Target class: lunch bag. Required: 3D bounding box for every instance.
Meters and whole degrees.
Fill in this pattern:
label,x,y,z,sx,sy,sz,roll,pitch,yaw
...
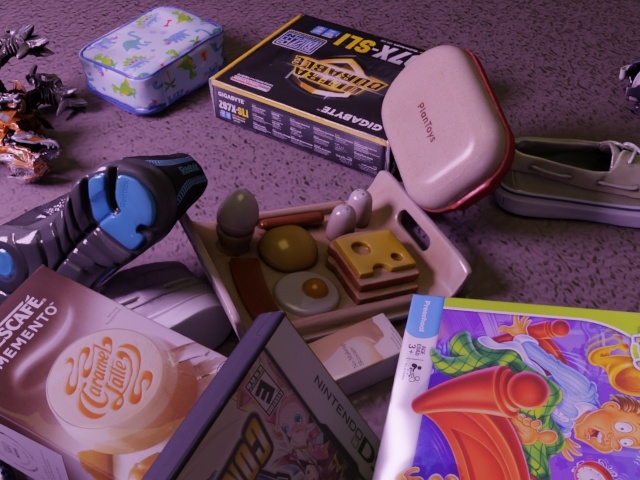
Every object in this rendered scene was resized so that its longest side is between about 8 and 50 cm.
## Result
label,x,y,z,sx,sy,sz,roll,pitch,yaw
lunch bag,-0.277,-0.306,1.217,0.176,0.090,0.219,26,50,24

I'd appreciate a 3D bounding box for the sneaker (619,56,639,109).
label,x,y,z,sx,sy,sz,roll,pitch,yaw
sneaker,0.554,-0.226,1.112,0.152,0.094,0.235,-14,45,-11

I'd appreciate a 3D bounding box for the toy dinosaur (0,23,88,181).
label,x,y,z,sx,sy,sz,roll,pitch,yaw
toy dinosaur,-0.492,-0.208,1.090,0.322,0.164,0.218,38,70,8

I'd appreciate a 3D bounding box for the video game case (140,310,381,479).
label,x,y,z,sx,sy,sz,roll,pitch,yaw
video game case,-0.035,0.236,0.553,0.035,0.248,0.275,-13,31,41

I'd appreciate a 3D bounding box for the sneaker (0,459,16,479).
label,x,y,z,sx,sy,sz,roll,pitch,yaw
sneaker,-0.315,0.242,0.678,0.058,0.052,0.135,-26,48,-18

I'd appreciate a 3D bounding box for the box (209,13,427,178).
label,x,y,z,sx,sy,sz,roll,pitch,yaw
box,0.031,-0.238,1.150,0.321,0.079,0.257,24,48,24

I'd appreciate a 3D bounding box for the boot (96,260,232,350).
label,x,y,z,sx,sy,sz,roll,pitch,yaw
boot,-0.232,0.107,0.799,0.258,0.095,0.123,-23,41,-32

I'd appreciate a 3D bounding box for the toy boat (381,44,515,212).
label,x,y,z,sx,sy,sz,roll,pitch,yaw
toy boat,0.183,-0.140,0.953,0.151,0.151,0.231,17,48,-43

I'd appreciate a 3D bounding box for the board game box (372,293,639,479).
label,x,y,z,sx,sy,sz,roll,pitch,yaw
board game box,0.155,0.220,0.549,0.233,0.078,0.347,2,61,26

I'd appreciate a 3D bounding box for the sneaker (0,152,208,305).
label,x,y,z,sx,sy,sz,roll,pitch,yaw
sneaker,-0.268,0.004,0.819,0.340,0.125,0.139,-22,10,28

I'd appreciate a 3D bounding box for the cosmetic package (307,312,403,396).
label,x,y,z,sx,sy,sz,roll,pitch,yaw
cosmetic package,0.033,0.130,0.791,0.115,0.041,0.060,-21,48,-19

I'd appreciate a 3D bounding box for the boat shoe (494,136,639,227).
label,x,y,z,sx,sy,sz,roll,pitch,yaw
boat shoe,0.386,-0.083,0.965,0.302,0.094,0.109,0,44,1

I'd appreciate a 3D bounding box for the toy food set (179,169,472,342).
label,x,y,z,sx,sy,sz,roll,pitch,yaw
toy food set,0.000,0.000,0.860,0.305,0.093,0.220,-10,44,-26

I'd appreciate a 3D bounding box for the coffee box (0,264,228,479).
label,x,y,z,sx,sy,sz,roll,pitch,yaw
coffee box,-0.180,0.144,0.625,0.246,0.098,0.141,24,48,11
